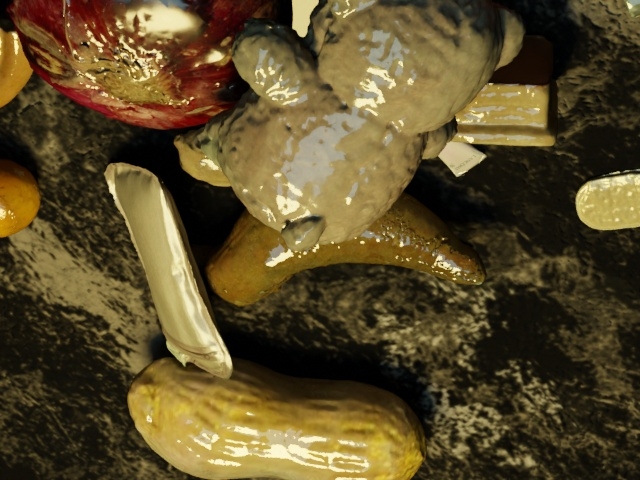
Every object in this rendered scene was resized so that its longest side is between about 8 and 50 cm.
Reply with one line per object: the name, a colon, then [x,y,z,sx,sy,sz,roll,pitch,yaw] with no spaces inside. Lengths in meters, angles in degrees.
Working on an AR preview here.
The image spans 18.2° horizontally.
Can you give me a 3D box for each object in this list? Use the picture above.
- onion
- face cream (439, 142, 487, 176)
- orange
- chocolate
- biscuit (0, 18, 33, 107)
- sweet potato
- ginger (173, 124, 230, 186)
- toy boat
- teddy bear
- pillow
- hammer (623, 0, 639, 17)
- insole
onion: [-0.140,-0.205,1.696,0.246,0.190,0.246,2,153,1]
face cream: [0.103,-0.102,1.843,0.115,0.020,0.038,40,124,-23]
orange: [-0.313,-0.043,1.937,0.083,0.070,0.083,14,143,10]
chocolate: [-0.045,0.193,2.034,0.309,0.134,0.134,11,129,-1]
biscuit: [-0.366,-0.169,1.799,0.224,0.033,0.144,17,131,5]
sweet potato: [-0.003,-0.002,1.894,0.310,0.098,0.124,-7,134,18]
ginger: [-0.052,-0.086,1.871,0.173,0.051,0.069,-12,130,14]
toy boat: [0.117,-0.139,1.753,0.188,0.116,0.061,4,124,5]
teddy bear: [0.029,-0.121,1.616,0.236,0.151,0.267,16,116,-37]
pillow: [-0.148,0.028,1.934,0.130,0.038,0.233,21,134,56]
hammer: [0.292,-0.296,1.641,0.158,0.041,0.226,-17,123,22]
insole: [0.359,-0.043,1.846,0.247,0.011,0.081,-6,127,16]
